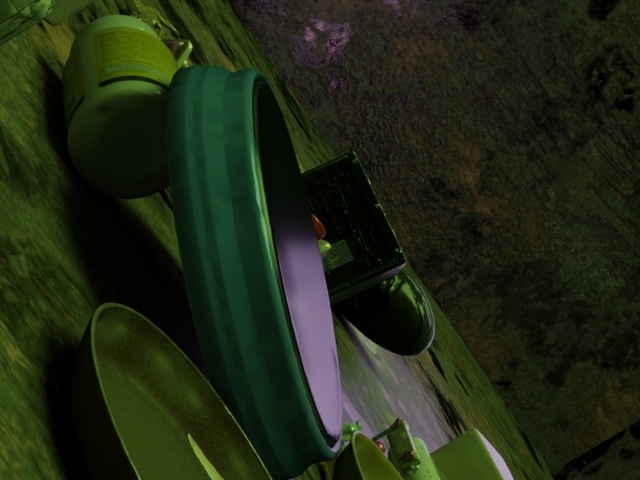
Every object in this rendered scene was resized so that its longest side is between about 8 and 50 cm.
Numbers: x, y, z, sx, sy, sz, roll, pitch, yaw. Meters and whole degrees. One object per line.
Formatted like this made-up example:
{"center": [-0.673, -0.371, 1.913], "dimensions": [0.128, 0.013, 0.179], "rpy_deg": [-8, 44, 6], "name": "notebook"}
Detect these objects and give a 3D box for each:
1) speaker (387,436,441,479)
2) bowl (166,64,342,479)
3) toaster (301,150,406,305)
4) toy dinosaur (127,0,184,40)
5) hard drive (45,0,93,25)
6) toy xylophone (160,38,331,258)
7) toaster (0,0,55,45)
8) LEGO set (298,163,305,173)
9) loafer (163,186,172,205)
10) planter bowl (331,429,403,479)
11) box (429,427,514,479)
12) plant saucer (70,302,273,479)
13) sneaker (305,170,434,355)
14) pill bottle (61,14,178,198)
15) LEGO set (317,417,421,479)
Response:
{"center": [0.132, 0.321, 2.055], "dimensions": [0.055, 0.055, 0.136], "rpy_deg": [52, 9, -39], "name": "speaker"}
{"center": [-0.052, 0.027, 1.446], "dimensions": [0.391, 0.077, 0.391], "rpy_deg": [-11, 90, -84], "name": "bowl"}
{"center": [0.000, 0.000, 2.050], "dimensions": [0.110, 0.185, 0.168], "rpy_deg": [92, -28, -77], "name": "toaster"}
{"center": [-0.240, -0.313, 2.222], "dimensions": [0.092, 0.053, 0.183], "rpy_deg": [54, 8, -19], "name": "toy dinosaur"}
{"center": [-0.215, -0.402, 1.733], "dimensions": [0.203, 0.307, 0.040], "rpy_deg": [60, 7, 16], "name": "hard drive"}
{"center": [-0.101, -0.081, 1.788], "dimensions": [0.236, 0.081, 0.323], "rpy_deg": [23, -30, 53], "name": "toy xylophone"}
{"center": [-0.292, -0.233, 1.244], "dimensions": [0.146, 0.129, 0.227], "rpy_deg": [59, 4, -25], "name": "toaster"}
{"center": [-0.111, -0.148, 2.330], "dimensions": [0.244, 0.060, 0.182], "rpy_deg": [40, 5, -24], "name": "LEGO set"}
{"center": [-0.157, -0.061, 1.762], "dimensions": [0.125, 0.039, 0.045], "rpy_deg": [54, 8, -29], "name": "loafer"}
{"center": [0.050, 0.293, 1.463], "dimensions": [0.217, 0.090, 0.217], "rpy_deg": [56, 8, -12], "name": "planter bowl"}
{"center": [0.242, 0.424, 2.095], "dimensions": [0.311, 0.121, 0.148], "rpy_deg": [62, 7, 32], "name": "box"}
{"center": [-0.090, 0.188, 1.125], "dimensions": [0.310, 0.050, 0.310], "rpy_deg": [57, 6, -10], "name": "plant saucer"}
{"center": [0.041, 0.051, 2.418], "dimensions": [0.341, 0.125, 0.139], "rpy_deg": [49, 16, -2], "name": "sneaker"}
{"center": [-0.191, -0.137, 1.532], "dimensions": [0.119, 0.119, 0.208], "rpy_deg": [54, 9, -30], "name": "pill bottle"}
{"center": [0.084, 0.291, 1.642], "dimensions": [0.132, 0.107, 0.287], "rpy_deg": [49, 11, -50], "name": "LEGO set"}
